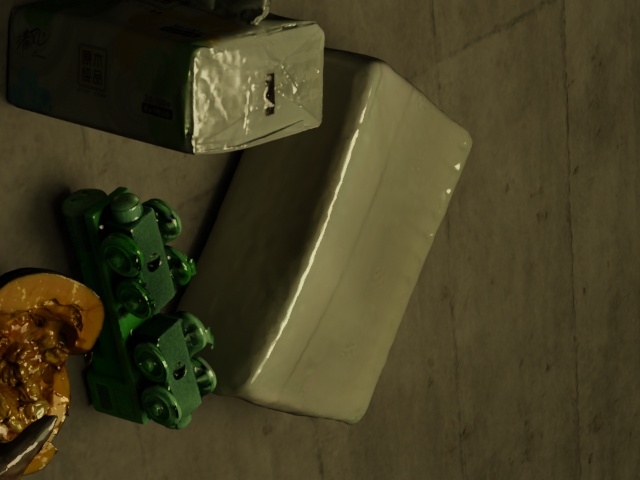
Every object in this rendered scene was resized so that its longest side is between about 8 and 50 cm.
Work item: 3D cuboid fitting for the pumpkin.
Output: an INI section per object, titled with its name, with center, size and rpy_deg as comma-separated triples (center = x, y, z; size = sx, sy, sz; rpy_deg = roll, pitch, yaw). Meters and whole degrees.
[pumpkin]
center = -0.262, 0.102, 1.469
size = 0.119, 0.107, 0.183
rpy_deg = 22, 96, -28

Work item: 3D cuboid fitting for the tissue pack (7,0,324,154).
[tissue pack]
center = -0.130, -0.169, 1.425
size = 0.159, 0.229, 0.145
rpy_deg = -17, 116, -45

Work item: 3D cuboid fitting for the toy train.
[toy train]
center = -0.172, 0.062, 1.555
size = 0.085, 0.119, 0.251
rpy_deg = -42, 132, -43

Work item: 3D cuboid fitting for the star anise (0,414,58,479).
[star anise]
center = -0.319, 0.244, 1.367
size = 0.292, 0.109, 0.349
rpy_deg = -34, 94, -2

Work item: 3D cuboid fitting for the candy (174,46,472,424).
[candy]
center = -0.003, -0.001, 1.714
size = 0.208, 0.145, 0.358
rpy_deg = 27, 83, -53
